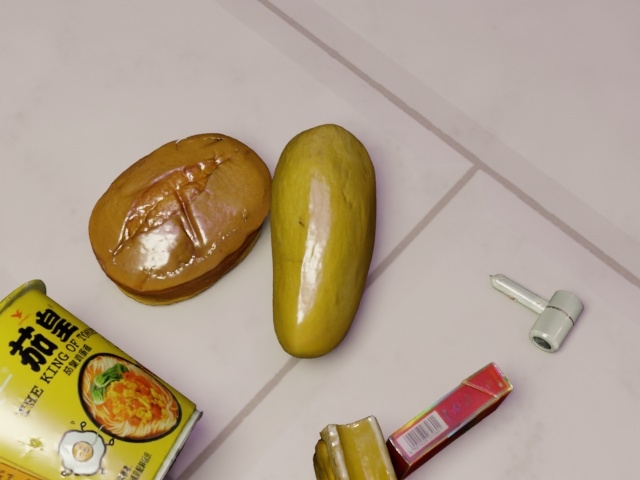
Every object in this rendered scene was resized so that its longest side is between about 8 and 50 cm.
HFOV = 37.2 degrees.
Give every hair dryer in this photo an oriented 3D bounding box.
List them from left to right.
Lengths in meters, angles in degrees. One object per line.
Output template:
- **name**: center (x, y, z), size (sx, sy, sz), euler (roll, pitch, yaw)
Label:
- **hair dryer**: center (0.297, 0.092, 1.357), size (0.137, 0.047, 0.082), euler (33, 67, 17)

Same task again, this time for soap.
- **soap**: center (0.060, 0.359, 1.135), size (0.080, 0.160, 0.257), euler (-11, 61, -12)

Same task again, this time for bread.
- **bread**: center (-0.191, -0.030, 1.325), size (0.270, 0.142, 0.195), euler (-36, 72, -21)

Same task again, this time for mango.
- **mango**: center (0.003, -0.001, 1.299), size (0.142, 0.195, 0.331), euler (1, 79, 19)

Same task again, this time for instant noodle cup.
- **instant noodle cup**: center (-0.307, 0.244, 1.109), size (0.254, 0.325, 0.325), euler (30, 66, -1)

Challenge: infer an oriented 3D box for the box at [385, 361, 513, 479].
- **box**: center (0.161, 0.237, 1.239), size (0.175, 0.112, 0.048), euler (-32, 70, -18)
